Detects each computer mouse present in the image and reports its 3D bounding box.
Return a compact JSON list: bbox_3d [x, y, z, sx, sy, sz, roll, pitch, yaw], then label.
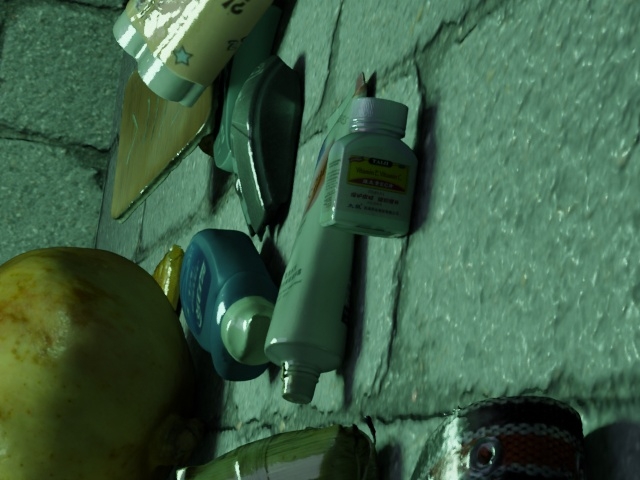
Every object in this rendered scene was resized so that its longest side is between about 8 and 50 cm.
[{"bbox_3d":[-0.076,-0.112,2.004,0.126,0.071,0.231,158,120,-74],"label":"computer mouse"}]

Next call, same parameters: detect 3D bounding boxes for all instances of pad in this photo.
[{"bbox_3d":[-0.216,-0.200,2.355,0.284,0.018,0.286,-41,37,43],"label":"pad"}]

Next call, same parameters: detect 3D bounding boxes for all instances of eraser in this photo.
[{"bbox_3d":[-0.144,-0.330,2.127,0.290,0.087,0.171,-49,61,30],"label":"eraser"}]

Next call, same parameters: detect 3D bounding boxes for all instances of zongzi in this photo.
[{"bbox_3d":[0.007,0.220,1.517,0.205,0.204,0.094,-22,72,30],"label":"zongzi"}]

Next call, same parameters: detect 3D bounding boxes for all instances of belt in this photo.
[{"bbox_3d":[0.067,0.210,1.129,0.359,0.126,0.094,128,162,-52],"label":"belt"}]

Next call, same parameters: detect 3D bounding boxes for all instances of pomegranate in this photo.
[{"bbox_3d":[-0.337,0.217,2.234,0.411,0.411,0.411,-170,90,-76],"label":"pomegranate"}]

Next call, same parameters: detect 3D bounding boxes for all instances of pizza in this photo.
[{"bbox_3d":[-0.243,0.089,2.586,0.131,0.041,0.178,-159,79,-73],"label":"pizza"}]

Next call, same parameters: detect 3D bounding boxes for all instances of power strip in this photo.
[{"bbox_3d":[-0.099,-0.204,2.192,0.167,0.054,0.253,140,137,-67],"label":"power strip"}]

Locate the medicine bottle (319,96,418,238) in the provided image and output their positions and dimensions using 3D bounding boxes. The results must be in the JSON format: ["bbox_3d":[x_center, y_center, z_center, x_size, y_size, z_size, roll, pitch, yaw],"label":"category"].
[{"bbox_3d":[0.046,-0.065,1.488,0.055,0.074,0.118,160,120,-74],"label":"medicine bottle"}]

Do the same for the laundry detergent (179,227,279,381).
[{"bbox_3d":[-0.101,0.080,1.924,0.290,0.094,0.143,-132,51,-73],"label":"laundry detergent"}]

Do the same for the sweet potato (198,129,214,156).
[{"bbox_3d":[-0.189,-0.255,2.479,0.385,0.109,0.109,-101,25,-54],"label":"sweet potato"}]

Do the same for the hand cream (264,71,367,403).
[{"bbox_3d":[0.000,0.000,1.656,0.124,0.078,0.341,126,155,-62],"label":"hand cream"}]
